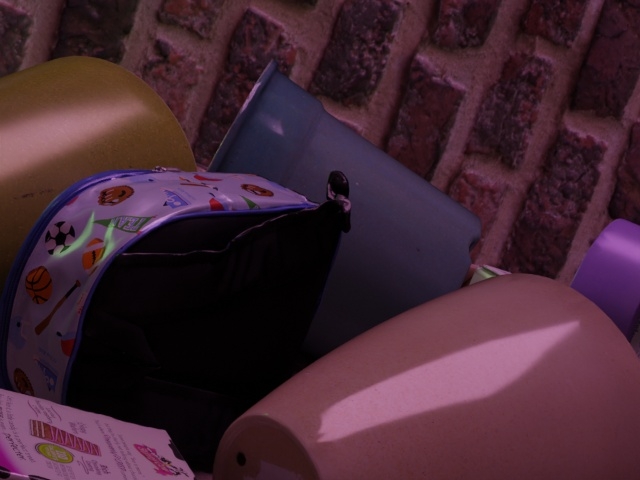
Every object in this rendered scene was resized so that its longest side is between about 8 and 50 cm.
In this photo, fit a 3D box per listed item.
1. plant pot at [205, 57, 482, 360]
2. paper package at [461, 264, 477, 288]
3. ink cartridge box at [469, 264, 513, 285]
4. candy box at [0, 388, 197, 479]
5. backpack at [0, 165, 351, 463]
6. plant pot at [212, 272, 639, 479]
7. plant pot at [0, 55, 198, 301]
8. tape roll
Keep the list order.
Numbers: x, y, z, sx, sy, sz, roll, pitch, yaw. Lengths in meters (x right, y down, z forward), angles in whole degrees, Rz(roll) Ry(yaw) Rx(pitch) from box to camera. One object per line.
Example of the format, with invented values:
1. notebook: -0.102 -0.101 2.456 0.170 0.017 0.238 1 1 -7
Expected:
1. plant pot: 0.000 0.000 1.713 0.334 0.341 0.341 29 6 -4
2. paper package: 0.020 0.034 2.070 0.309 0.168 0.325 16 8 -36
3. ink cartridge box: 0.196 0.154 1.439 0.092 0.218 0.158 18 8 -31
4. candy box: -0.196 0.152 0.867 0.233 0.071 0.159 18 7 -23
5. backpack: -0.133 0.054 1.112 0.213 0.277 0.263 20 12 32
6. plant pot: 0.068 0.166 1.001 0.274 0.257 0.256 -7 25 -42
7. plant pot: -0.300 -0.018 1.226 0.274 0.275 0.293 24 22 24
8. tape roll: 0.343 0.076 1.555 0.080 0.189 0.189 25 8 26
